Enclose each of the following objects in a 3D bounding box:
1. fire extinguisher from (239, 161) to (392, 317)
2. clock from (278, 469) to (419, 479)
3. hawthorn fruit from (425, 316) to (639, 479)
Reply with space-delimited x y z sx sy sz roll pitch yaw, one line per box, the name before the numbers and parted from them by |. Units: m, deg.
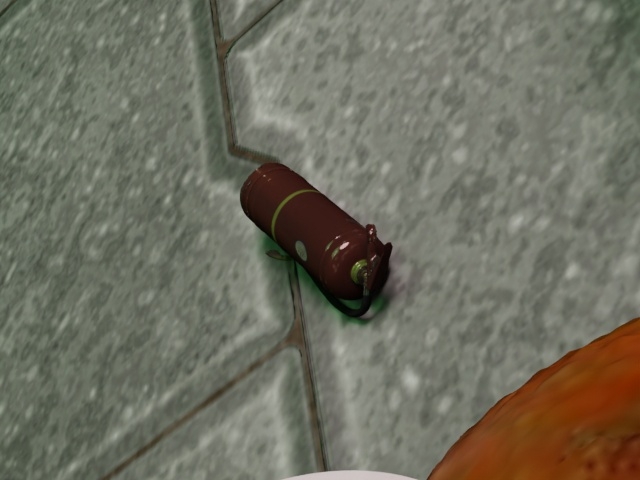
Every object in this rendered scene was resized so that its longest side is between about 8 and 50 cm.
fire extinguisher | 0.000 0.000 0.903 0.132 0.039 0.056 41 131 54
clock | -0.009 0.181 0.681 0.197 0.068 0.197 -17 32 11
hawthorn fruit | 0.115 0.172 0.466 0.369 0.285 0.284 124 152 -45
